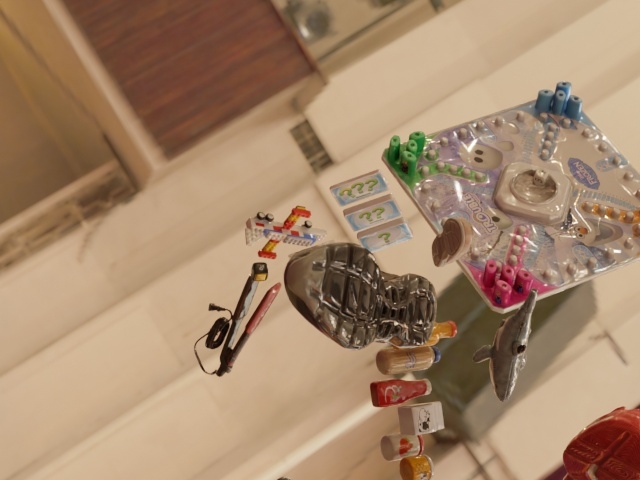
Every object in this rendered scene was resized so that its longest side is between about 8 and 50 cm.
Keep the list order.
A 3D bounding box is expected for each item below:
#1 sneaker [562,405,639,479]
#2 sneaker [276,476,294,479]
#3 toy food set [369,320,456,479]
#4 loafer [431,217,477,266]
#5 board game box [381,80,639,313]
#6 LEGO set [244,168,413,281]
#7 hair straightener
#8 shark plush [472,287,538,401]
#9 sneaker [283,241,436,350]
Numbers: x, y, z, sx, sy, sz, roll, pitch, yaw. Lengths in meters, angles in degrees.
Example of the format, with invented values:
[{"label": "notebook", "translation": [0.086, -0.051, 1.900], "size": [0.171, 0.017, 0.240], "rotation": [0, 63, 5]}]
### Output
[{"label": "sneaker", "translation": [0.322, 0.211, 1.362], "size": [0.087, 0.128, 0.221], "rotation": [29, -32, 10]}, {"label": "sneaker", "translation": [-0.031, 0.348, 1.649], "size": [0.083, 0.031, 0.035], "rotation": [55, -5, -14]}, {"label": "toy food set", "translation": [0.147, 0.234, 1.835], "size": [0.111, 0.104, 0.232], "rotation": [-14, -98, 60]}, {"label": "loafer", "translation": [0.159, 0.000, 1.423], "size": [0.125, 0.039, 0.045], "rotation": [124, -40, -73]}, {"label": "board game box", "translation": [0.360, -0.091, 2.098], "size": [0.390, 0.389, 0.050], "rotation": [57, -23, 34]}, {"label": "LEGO set", "translation": [0.000, 0.000, 1.787], "size": [0.182, 0.244, 0.060], "rotation": [58, 17, -55]}, {"label": "hair straightener", "translation": [-0.149, 0.136, 2.078], "size": [0.089, 0.047, 0.230], "rotation": [36, -58, 12]}, {"label": "shark plush", "translation": [0.275, 0.141, 1.708], "size": [0.073, 0.161, 0.067], "rotation": [24, 23, -13]}, {"label": "sneaker", "translation": [0.023, 0.063, 1.265], "size": [0.106, 0.101, 0.267], "rotation": [6, -10, 30]}]
